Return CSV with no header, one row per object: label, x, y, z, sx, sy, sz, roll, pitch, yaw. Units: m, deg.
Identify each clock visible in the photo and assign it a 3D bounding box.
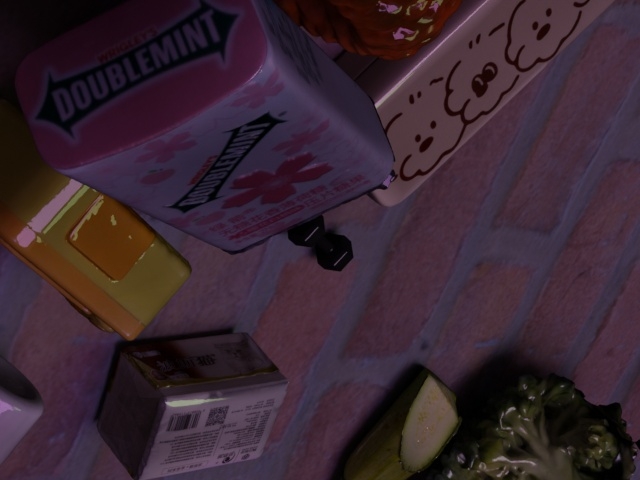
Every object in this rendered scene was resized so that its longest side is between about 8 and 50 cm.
clock,-0.209,-0.014,1.332,0.096,0.143,0.202,-46,140,-5

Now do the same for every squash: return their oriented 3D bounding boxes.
squash,0.083,0.245,1.860,0.200,0.075,0.090,-49,150,3

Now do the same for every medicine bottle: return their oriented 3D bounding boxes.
medicine bottle,-0.335,0.186,1.417,0.186,0.103,0.103,-51,141,5

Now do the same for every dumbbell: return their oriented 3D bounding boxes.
dumbbell,0.000,0.000,1.614,0.036,0.040,0.083,-23,145,20

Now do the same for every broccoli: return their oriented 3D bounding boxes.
broccoli,0.268,0.322,1.917,0.348,0.281,0.293,-18,140,-50

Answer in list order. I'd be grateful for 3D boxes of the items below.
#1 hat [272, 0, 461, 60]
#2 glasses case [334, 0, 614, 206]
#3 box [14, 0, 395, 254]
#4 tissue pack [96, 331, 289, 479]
hat,0.040,-0.360,1.243,0.285,0.285,0.400,41,71,-51
glasses case,0.140,-0.190,1.551,0.336,0.076,0.144,-44,140,-4
box,-0.073,-0.088,1.294,0.190,0.112,0.370,-24,163,13
tissue pack,-0.126,0.159,1.584,0.149,0.099,0.106,-4,127,-40
